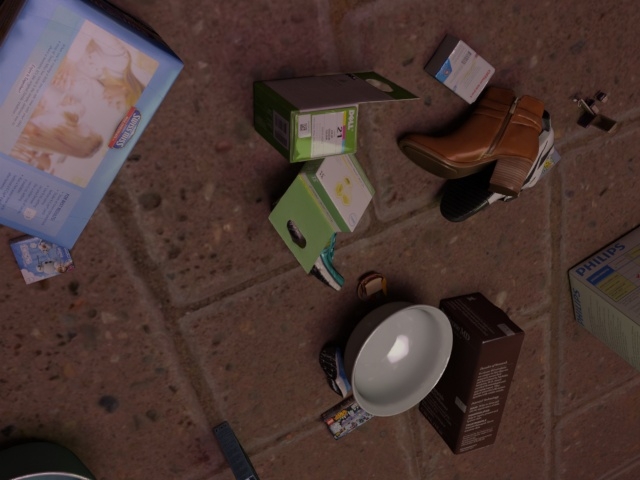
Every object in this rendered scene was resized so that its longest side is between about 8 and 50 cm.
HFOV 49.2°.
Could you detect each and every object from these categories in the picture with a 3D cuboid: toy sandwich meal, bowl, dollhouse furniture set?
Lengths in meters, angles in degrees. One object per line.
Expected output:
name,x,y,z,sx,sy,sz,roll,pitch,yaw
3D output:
toy sandwich meal,0.126,0.114,1.654,0.086,0.029,0.085,-13,123,-21
bowl,0.164,0.261,1.683,0.298,0.134,0.297,-15,119,-29
bowl,-0.601,0.540,1.445,0.312,0.163,0.311,-13,124,-20
dollhouse furniture set,0.644,-0.309,1.622,0.081,0.114,0.091,36,101,-33

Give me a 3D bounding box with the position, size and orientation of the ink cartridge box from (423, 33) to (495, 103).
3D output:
ink cartridge box,0.288,-0.353,1.447,0.123,0.052,0.088,26,104,-35

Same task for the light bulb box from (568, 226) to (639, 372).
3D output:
light bulb box,0.942,0.162,1.900,0.358,0.361,0.225,-30,129,-9

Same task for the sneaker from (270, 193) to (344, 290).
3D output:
sneaker,0.000,0.000,1.480,0.110,0.107,0.275,-37,129,-15

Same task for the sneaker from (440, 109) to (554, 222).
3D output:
sneaker,0.421,-0.137,1.599,0.330,0.122,0.146,-42,132,-4

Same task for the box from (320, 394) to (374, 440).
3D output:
box,0.078,0.456,1.835,0.137,0.027,0.094,-32,127,-7

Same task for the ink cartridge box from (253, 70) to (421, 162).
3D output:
ink cartridge box,0.027,-0.236,1.293,0.255,0.189,0.097,-11,121,-22

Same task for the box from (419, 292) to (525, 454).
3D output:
box,0.388,0.351,1.831,0.143,0.191,0.381,-7,120,-24

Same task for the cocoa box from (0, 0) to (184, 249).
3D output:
cocoa box,-0.410,-0.207,1.056,0.232,0.228,0.347,27,104,-36

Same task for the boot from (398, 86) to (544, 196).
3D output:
boot,0.329,-0.237,1.493,0.109,0.284,0.220,63,46,-75

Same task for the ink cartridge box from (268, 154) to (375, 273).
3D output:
ink cartridge box,0.009,-0.074,1.389,0.171,0.056,0.235,56,49,-36

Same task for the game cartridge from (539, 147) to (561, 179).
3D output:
game cartridge,0.544,-0.191,1.701,0.083,0.017,0.056,-46,125,4

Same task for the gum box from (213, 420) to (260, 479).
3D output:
gum box,-0.181,0.541,1.651,0.041,0.184,0.156,-29,128,-10

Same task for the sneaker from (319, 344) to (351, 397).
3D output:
sneaker,0.049,0.311,1.726,0.073,0.063,0.162,-38,134,-27

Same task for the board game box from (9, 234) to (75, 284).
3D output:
board game box,-0.507,0.027,1.278,0.090,0.020,0.090,-18,125,-16
